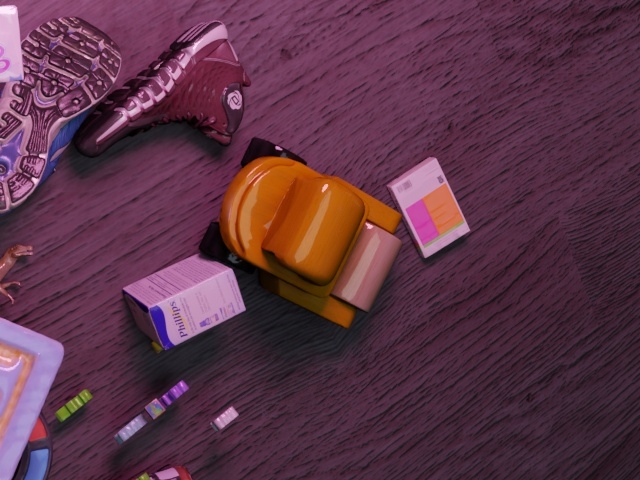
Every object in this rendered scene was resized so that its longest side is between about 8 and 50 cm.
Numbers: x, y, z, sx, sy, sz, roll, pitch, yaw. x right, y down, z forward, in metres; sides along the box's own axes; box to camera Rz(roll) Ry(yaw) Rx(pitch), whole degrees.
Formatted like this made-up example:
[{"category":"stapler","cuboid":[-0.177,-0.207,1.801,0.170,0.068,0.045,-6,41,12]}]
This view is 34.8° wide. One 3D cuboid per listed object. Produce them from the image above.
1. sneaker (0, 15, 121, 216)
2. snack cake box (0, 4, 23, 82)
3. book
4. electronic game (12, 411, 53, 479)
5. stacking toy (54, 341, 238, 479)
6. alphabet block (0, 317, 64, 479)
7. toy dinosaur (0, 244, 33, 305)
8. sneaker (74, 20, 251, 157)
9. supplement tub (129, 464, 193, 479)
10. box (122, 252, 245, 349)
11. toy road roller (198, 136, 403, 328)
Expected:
[{"category":"sneaker","cuboid":[-0.388,-0.164,1.371,0.130,0.147,0.330,36,62,-13]},{"category":"snack cake box","cuboid":[-0.463,-0.230,1.232,0.152,0.264,0.089,-9,103,-26]},{"category":"book","cuboid":[0.182,-0.055,1.735,0.096,0.035,0.144,-33,112,-16]},{"category":"electronic game","cuboid":[-0.490,0.306,1.430,0.229,0.048,0.229,-5,100,-27]},{"category":"stacking toy","cuboid":[-0.252,0.254,1.513,0.221,0.052,0.167,-37,87,-17]},{"category":"alphabet block","cuboid":[-0.462,0.193,1.306,0.192,0.197,0.193,27,71,-17]},{"category":"toy dinosaur","cuboid":[-0.480,0.060,1.403,0.183,0.053,0.092,-20,92,-31]},{"category":"sneaker","cuboid":[-0.205,-0.175,1.471,0.281,0.106,0.162,-44,118,-16]},{"category":"supplement tub","cuboid":[-0.284,0.412,1.523,0.198,0.106,0.106,-13,104,-26]},{"category":"box","cuboid":[-0.201,0.087,1.502,0.137,0.126,0.072,-25,111,-22]},{"category":"toy road roller","cuboid":[0.000,0.000,1.527,0.329,0.240,0.202,29,85,-28]}]
